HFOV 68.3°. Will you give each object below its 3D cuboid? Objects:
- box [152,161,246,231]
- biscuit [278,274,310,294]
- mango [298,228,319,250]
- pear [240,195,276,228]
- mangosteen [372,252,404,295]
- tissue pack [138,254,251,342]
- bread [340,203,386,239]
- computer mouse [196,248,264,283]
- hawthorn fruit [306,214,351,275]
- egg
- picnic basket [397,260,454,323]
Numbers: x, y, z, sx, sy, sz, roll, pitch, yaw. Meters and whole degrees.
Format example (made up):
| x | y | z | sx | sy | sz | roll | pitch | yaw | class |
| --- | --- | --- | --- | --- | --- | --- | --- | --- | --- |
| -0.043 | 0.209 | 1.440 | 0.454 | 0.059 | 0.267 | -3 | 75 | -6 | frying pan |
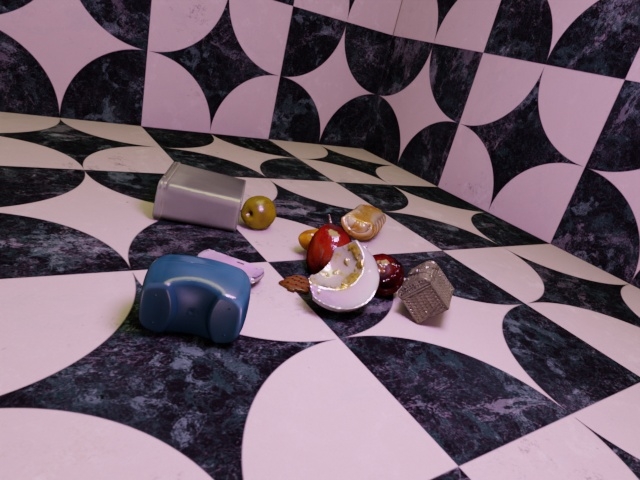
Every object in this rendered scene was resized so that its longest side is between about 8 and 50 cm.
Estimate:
| x | y | z | sx | sy | sz | roll | pitch | yaw | class |
| --- | --- | --- | --- | --- | --- | --- | --- | --- | --- |
| -0.515 | -0.194 | 2.065 | 0.343 | 0.178 | 0.352 | 11 | 22 | -10 | box |
| -0.084 | 0.152 | 1.699 | 0.119 | 0.019 | 0.130 | 19 | 22 | 11 | biscuit |
| -0.001 | 0.007 | 1.952 | 0.217 | 0.102 | 0.141 | 12 | -6 | -40 | mango |
| -0.267 | -0.124 | 2.078 | 0.148 | 0.149 | 0.162 | 27 | 23 | 29 | pear |
| 0.237 | 0.129 | 1.788 | 0.166 | 0.166 | 0.180 | 20 | -2 | 13 | mangosteen |
| -0.340 | 0.150 | 1.311 | 0.287 | 0.198 | 0.206 | 10 | 28 | -8 | tissue pack |
| 0.218 | -0.087 | 2.315 | 0.172 | 0.121 | 0.311 | 25 | 24 | 16 | bread |
| -0.316 | 0.099 | 1.638 | 0.245 | 0.056 | 0.126 | 17 | 22 | 8 | computer mouse |
| 0.039 | 0.027 | 1.820 | 0.189 | 0.252 | 0.189 | 6 | -4 | 0 | hawthorn fruit |
| 0.077 | 0.150 | 1.626 | 0.206 | 0.162 | 0.271 | 40 | 64 | 2 | egg |
| 0.375 | 0.174 | 1.696 | 0.154 | 0.134 | 0.196 | 58 | 27 | -3 | picnic basket |
